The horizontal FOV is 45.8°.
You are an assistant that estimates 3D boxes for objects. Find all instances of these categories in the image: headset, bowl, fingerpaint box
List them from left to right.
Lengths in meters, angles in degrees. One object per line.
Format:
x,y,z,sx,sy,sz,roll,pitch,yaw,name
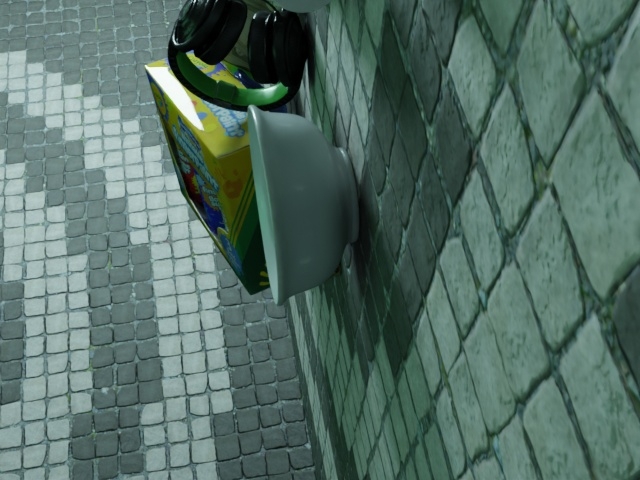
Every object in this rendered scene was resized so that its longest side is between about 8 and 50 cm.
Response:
-0.209,-0.162,1.670,0.445,0.163,0.371,50,156,44,fingerpaint box
-0.125,-0.376,1.315,0.394,0.243,0.185,130,153,-61,headset
-0.022,-0.058,1.113,0.298,0.134,0.298,172,90,-83,bowl

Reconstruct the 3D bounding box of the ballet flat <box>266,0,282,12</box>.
-0.070,-0.454,1.374,0.168,0.057,0.052,100,151,-70,ballet flat

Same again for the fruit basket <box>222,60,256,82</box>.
-0.235,-0.573,1.846,0.392,0.282,0.392,-171,90,-79,fruit basket

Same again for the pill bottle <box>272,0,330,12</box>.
-0.038,-0.362,0.943,0.208,0.119,0.119,-108,12,-56,pill bottle

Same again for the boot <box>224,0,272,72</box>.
-0.128,-0.455,1.678,0.077,0.213,0.165,44,111,33,boot

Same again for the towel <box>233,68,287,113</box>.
-0.110,-0.200,1.703,0.243,0.040,0.336,42,151,46,towel

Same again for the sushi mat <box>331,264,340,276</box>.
0.000,0.000,1.471,0.316,0.019,0.152,137,124,-82,sushi mat
